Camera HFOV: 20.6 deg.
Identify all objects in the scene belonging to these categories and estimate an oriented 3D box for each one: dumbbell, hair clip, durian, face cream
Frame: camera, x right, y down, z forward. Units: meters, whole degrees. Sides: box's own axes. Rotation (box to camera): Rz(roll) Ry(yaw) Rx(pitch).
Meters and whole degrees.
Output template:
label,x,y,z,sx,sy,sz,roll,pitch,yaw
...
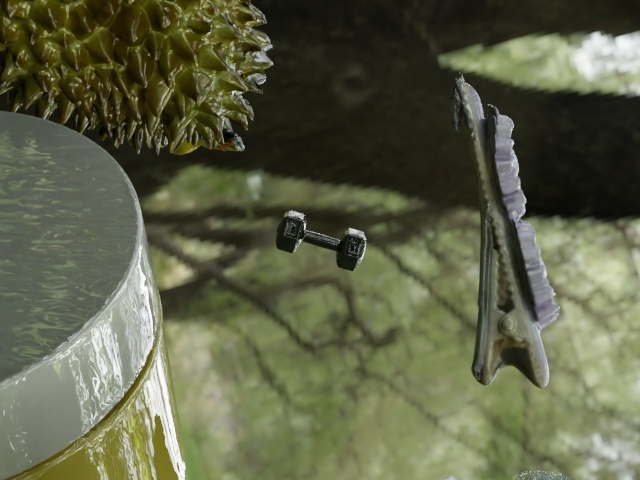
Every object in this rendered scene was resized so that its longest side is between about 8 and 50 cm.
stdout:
label,x,y,z,sx,sy,sz,roll,pitch,yaw
dumbbell,0.000,0.000,1.635,0.040,0.083,0.036,-84,-169,-72
hair clip,0.157,-0.009,1.560,0.106,0.084,0.292,68,14,-80
durian,-0.136,-0.187,1.027,0.258,0.258,0.293,99,-23,-78
face cream,-0.185,0.070,0.896,0.218,0.218,0.179,-112,-168,-47

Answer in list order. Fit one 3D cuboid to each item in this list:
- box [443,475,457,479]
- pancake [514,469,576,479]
label,x,y,z,sx,sy,sz,roll,pitch,yaw
box,0.094,0.297,1.172,0.243,0.155,0.067,55,-40,10
pancake,0.192,0.220,1.335,0.129,0.116,0.023,-89,-156,-58
